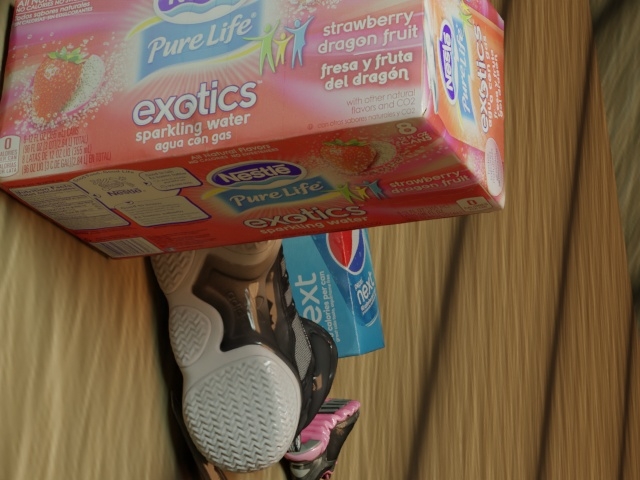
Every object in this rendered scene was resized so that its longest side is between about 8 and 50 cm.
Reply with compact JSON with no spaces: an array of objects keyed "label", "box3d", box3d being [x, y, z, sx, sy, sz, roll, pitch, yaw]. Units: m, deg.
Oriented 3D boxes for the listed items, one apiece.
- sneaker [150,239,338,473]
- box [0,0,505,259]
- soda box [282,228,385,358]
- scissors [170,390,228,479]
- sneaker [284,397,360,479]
[{"label":"sneaker","box3d":[-0.057,0.043,1.173,0.153,0.101,0.268,16,66,-73]},{"label":"box","box3d":[-0.044,-0.091,0.978,0.154,0.300,0.142,38,49,-57]},{"label":"soda box","box3d":[0.000,0.000,1.343,0.067,0.071,0.210,-9,90,-68]},{"label":"scissors","box3d":[-0.041,0.246,1.164,0.109,0.021,0.297,-15,94,-27]},{"label":"sneaker","box3d":[0.002,0.180,1.327,0.119,0.047,0.057,-39,125,-56]}]
